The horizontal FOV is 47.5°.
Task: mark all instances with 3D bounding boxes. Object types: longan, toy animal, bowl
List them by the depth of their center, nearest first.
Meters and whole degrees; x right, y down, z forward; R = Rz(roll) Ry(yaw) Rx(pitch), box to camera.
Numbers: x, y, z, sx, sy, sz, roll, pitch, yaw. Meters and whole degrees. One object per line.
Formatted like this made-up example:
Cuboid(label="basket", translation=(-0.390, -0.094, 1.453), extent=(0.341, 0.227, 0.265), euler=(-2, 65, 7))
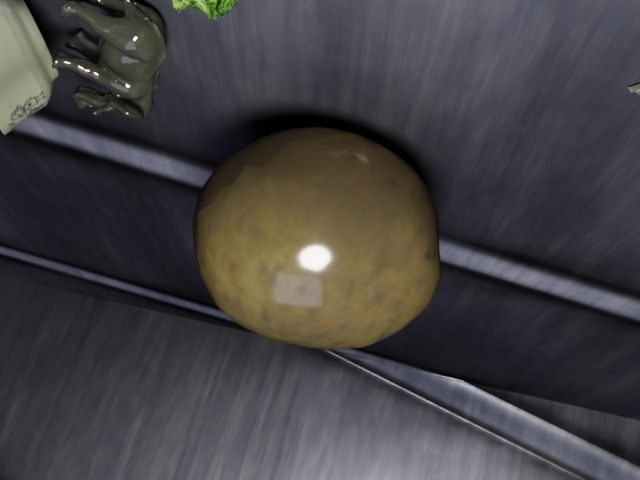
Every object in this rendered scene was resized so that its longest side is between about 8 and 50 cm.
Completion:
Cuboid(label="toy animal", translation=(-0.295, -0.247, 1.022), extent=(0.146, 0.115, 0.245), euler=(22, 157, -14))
Cuboid(label="bowl", translation=(-0.445, -0.264, 1.024), extent=(0.112, 0.211, 0.211), euler=(-26, 163, -14))
Cuboid(label="longan", translation=(0.000, 0.000, 1.127), extent=(0.404, 0.336, 0.404), euler=(1, 158, 1))

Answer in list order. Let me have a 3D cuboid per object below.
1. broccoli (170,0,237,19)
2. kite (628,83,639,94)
Cuboid(label="broccoli", translation=(-0.173, -0.321, 0.603), extent=(0.308, 0.275, 0.308), euler=(41, 159, 20))
Cuboid(label="kite", translation=(0.485, -0.157, 0.879), extent=(0.229, 0.012, 0.250), euler=(15, 159, 4))
